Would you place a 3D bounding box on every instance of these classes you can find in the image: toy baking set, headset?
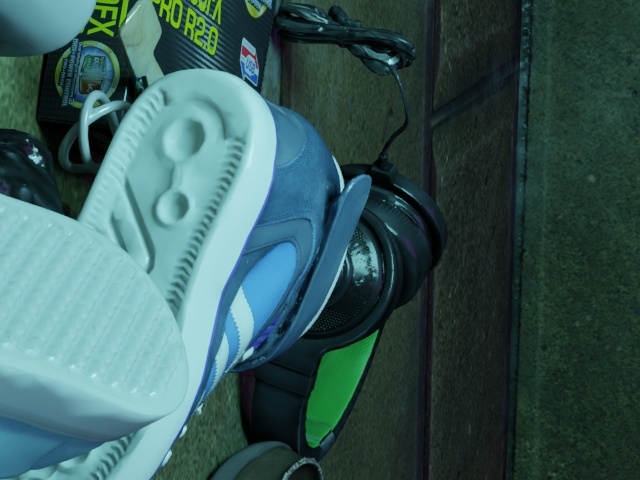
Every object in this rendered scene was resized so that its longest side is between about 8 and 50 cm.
[{"bbox_3d":[-0.121,-0.018,1.190,0.256,0.030,0.197,-67,163,9],"label":"toy baking set"},{"bbox_3d":[0.000,0.000,1.705,0.243,0.185,0.394,-40,147,-65],"label":"headset"}]

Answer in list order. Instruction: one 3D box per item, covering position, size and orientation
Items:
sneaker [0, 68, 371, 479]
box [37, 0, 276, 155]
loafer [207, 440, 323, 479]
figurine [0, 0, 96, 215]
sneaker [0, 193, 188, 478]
[{"bbox_3d":[-0.084,0.070,1.168,0.323,0.130,0.236,-63,156,-7],"label":"sneaker"},{"bbox_3d":[-0.098,-0.156,1.324,0.270,0.060,0.216,31,68,-74],"label":"box"},{"bbox_3d":[-0.046,0.295,1.519,0.366,0.130,0.134,-66,155,-54],"label":"loafer"},{"bbox_3d":[-0.194,-0.101,0.952,0.209,0.092,0.215,43,51,-66],"label":"figurine"},{"bbox_3d":[-0.215,0.034,0.821,0.366,0.150,0.135,33,33,-47],"label":"sneaker"}]
